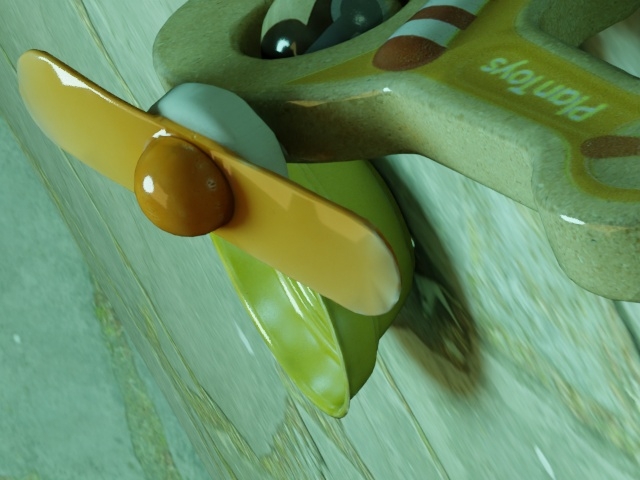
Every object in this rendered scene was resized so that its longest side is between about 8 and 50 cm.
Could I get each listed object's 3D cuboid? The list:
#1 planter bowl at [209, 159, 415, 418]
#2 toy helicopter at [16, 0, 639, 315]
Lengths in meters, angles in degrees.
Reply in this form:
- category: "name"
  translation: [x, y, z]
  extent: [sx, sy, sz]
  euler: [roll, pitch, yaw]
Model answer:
- category: "planter bowl"
  translation: [0.000, 0.000, 1.130]
  extent: [0.217, 0.090, 0.217]
  euler: [56, 164, 25]
- category: "toy helicopter"
  translation: [0.034, -0.054, 0.641]
  extent: [0.355, 0.235, 0.140]
  euler: [37, 150, 58]
